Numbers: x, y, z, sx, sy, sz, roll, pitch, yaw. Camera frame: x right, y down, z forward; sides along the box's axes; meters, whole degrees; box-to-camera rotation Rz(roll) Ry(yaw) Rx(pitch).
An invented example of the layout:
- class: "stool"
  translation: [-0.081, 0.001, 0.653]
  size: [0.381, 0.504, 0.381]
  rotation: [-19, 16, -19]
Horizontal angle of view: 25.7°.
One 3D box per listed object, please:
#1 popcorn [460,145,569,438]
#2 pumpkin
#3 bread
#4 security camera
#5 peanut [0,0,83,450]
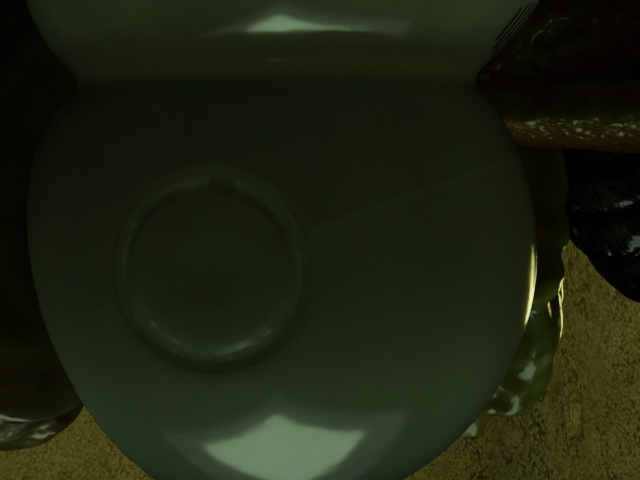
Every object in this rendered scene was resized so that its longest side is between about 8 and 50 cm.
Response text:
- class: "popcorn"
  translation: [0.015, -0.009, 0.893]
  size: [0.312, 0.312, 0.312]
  rotation: [-1, -177, 0]
- class: "pumpkin"
  translation: [0.267, -0.056, 1.000]
  size: [0.221, 0.220, 0.162]
  rotation: [-1, 180, -11]
- class: "bread"
  translation: [0.173, -0.098, 0.753]
  size: [0.172, 0.103, 0.132]
  rotation: [2, -172, 34]
- class: "security camera"
  translation: [-0.008, -0.020, 0.509]
  size: [0.195, 0.236, 0.194]
  rotation: [-3, -176, 0]
- class: "peanut"
  translation: [-0.140, -0.027, 0.632]
  size: [0.147, 0.147, 0.305]
  rotation: [0, -148, 8]
